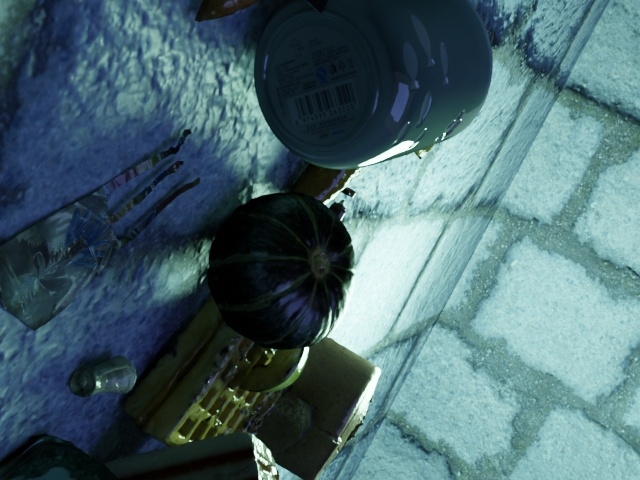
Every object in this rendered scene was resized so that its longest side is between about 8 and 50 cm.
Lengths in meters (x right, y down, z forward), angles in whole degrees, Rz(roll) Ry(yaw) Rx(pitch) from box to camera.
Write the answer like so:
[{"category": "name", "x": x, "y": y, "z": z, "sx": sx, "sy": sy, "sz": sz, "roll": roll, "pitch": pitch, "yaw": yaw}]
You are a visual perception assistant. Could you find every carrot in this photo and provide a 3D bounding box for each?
[{"category": "carrot", "x": -0.075, "y": -0.322, "z": 0.895, "sx": 0.205, "sy": 0.072, "sz": 0.072, "roll": -45, "pitch": 156, "yaw": -19}]

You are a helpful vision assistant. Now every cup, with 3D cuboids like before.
[{"category": "cup", "x": 0.073, "y": -0.279, "z": 1.032, "sx": 0.274, "sy": 0.259, "sz": 0.356, "roll": -28, "pitch": 130, "yaw": -52}]

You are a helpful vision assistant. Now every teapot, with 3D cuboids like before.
[{"category": "teapot", "x": -0.309, "y": 0.195, "z": 1.079, "sx": 0.067, "sy": 0.057, "sz": 0.083, "roll": -39, "pitch": 162, "yaw": 28}]

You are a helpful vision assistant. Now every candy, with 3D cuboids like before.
[{"category": "candy", "x": -0.229, "y": 0.416, "z": 1.235, "sx": 0.321, "sy": 0.135, "sz": 0.179, "roll": -16, "pitch": 153, "yaw": 6}]

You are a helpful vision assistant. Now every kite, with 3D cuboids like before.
[{"category": "kite", "x": -0.267, "y": -0.014, "z": 0.948, "sx": 0.310, "sy": 0.015, "sz": 0.169, "roll": -41, "pitch": 153, "yaw": -34}]

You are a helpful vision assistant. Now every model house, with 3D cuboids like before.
[{"category": "model house", "x": -0.412, "y": 0.443, "z": 1.036, "sx": 0.253, "sy": 0.184, "sz": 0.291, "roll": -42, "pitch": 158, "yaw": -47}]

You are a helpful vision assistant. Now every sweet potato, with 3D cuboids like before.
[{"category": "sweet potato", "x": 0.055, "y": -0.179, "z": 1.328, "sx": 0.114, "sy": 0.092, "sz": 0.341, "roll": 24, "pitch": 96, "yaw": -52}]

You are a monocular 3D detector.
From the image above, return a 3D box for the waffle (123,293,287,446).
[{"category": "waffle", "x": -0.185, "y": 0.270, "z": 1.385, "sx": 0.261, "sy": 0.114, "sz": 0.376, "roll": -56, "pitch": 158, "yaw": -16}]

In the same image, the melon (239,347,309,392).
[{"category": "melon", "x": -0.059, "y": 0.214, "z": 1.337, "sx": 0.160, "sy": 0.079, "sz": 0.128, "roll": -59, "pitch": 157, "yaw": -10}]

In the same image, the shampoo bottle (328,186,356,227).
[{"category": "shampoo bottle", "x": -0.002, "y": -0.001, "z": 1.485, "sx": 0.236, "sy": 0.067, "sz": 0.068, "roll": -60, "pitch": 169, "yaw": 3}]

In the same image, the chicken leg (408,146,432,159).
[{"category": "chicken leg", "x": 0.197, "y": -0.248, "z": 1.485, "sx": 0.211, "sy": 0.140, "sz": 0.361, "roll": -59, "pitch": 157, "yaw": -22}]

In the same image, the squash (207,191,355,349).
[{"category": "squash", "x": -0.057, "y": 0.045, "z": 1.200, "sx": 0.252, "sy": 0.165, "sz": 0.252, "roll": 12, "pitch": 73, "yaw": -43}]

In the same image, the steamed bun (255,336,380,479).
[{"category": "steamed bun", "x": -0.029, "y": 0.358, "z": 1.622, "sx": 0.301, "sy": 0.251, "sz": 0.199, "roll": -60, "pitch": 174, "yaw": 3}]

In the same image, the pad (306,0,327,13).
[{"category": "pad", "x": -0.035, "y": -0.364, "z": 0.852, "sx": 0.190, "sy": 0.004, "sz": 0.127, "roll": 31, "pitch": 82, "yaw": -40}]
